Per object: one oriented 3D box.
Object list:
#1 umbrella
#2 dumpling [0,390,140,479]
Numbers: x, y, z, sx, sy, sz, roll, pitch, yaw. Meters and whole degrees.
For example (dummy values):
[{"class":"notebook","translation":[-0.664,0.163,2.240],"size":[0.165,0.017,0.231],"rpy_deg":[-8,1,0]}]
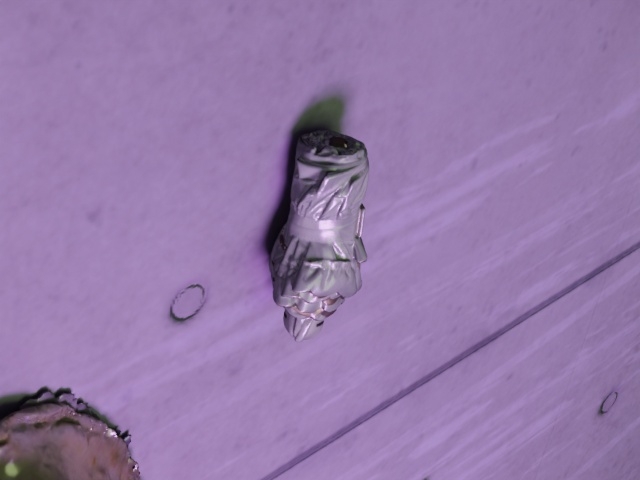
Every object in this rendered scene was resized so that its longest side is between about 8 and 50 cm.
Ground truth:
[{"class":"umbrella","translation":[0.000,0.000,0.887],"size":[0.067,0.062,0.143],"rpy_deg":[-38,144,-59]},{"class":"dumpling","translation":[-0.169,0.181,0.830],"size":[0.166,0.086,0.332],"rpy_deg":[-56,151,10]}]
